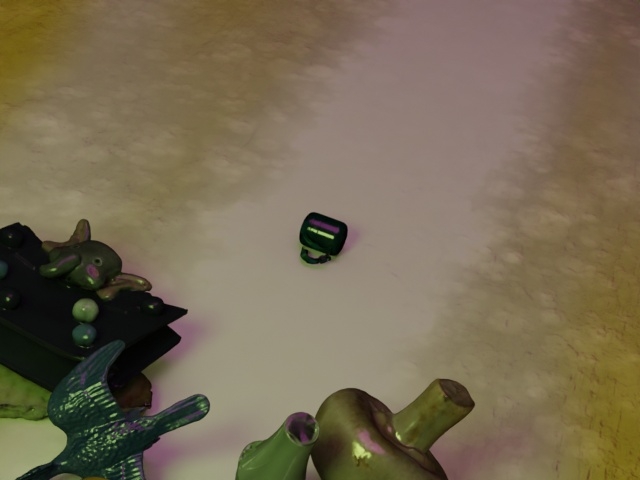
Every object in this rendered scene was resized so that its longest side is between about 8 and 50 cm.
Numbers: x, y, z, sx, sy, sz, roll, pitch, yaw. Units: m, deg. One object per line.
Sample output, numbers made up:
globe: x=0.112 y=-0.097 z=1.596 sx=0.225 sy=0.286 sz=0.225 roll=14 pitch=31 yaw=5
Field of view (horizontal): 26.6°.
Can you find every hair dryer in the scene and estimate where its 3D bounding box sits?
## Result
hair dryer: x=0.007 y=0.309 z=1.633 sx=0.267 sy=0.229 sz=0.092 roll=30 pitch=53 yaw=23

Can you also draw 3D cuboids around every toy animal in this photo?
toy animal: x=-0.262 y=0.261 z=1.689 sx=0.239 sy=0.255 sz=0.176 roll=62 pitch=16 yaw=2

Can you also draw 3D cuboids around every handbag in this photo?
handbag: x=-0.368 y=0.080 z=1.900 sx=0.325 sy=0.118 sz=0.269 roll=25 pitch=30 yaw=19

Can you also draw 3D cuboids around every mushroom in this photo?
mushroom: x=0.100 y=0.257 z=1.737 sx=0.207 sy=0.215 sz=0.207 roll=43 pitch=13 yaw=-12

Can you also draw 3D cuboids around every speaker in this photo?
speaker: x=-0.001 y=0.004 z=2.257 sx=0.075 sy=0.060 sz=0.094 roll=20 pitch=69 yaw=10

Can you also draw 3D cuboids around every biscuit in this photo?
biscuit: x=-0.371 y=0.184 z=1.862 sx=0.273 sy=0.036 sz=0.187 roll=3 pitch=34 yaw=-14

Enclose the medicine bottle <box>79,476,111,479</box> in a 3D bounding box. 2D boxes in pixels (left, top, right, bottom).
medicine bottle: x=-0.284 y=0.393 z=1.392 sx=0.232 sy=0.238 sz=0.238 roll=-20 pitch=45 yaw=-40
